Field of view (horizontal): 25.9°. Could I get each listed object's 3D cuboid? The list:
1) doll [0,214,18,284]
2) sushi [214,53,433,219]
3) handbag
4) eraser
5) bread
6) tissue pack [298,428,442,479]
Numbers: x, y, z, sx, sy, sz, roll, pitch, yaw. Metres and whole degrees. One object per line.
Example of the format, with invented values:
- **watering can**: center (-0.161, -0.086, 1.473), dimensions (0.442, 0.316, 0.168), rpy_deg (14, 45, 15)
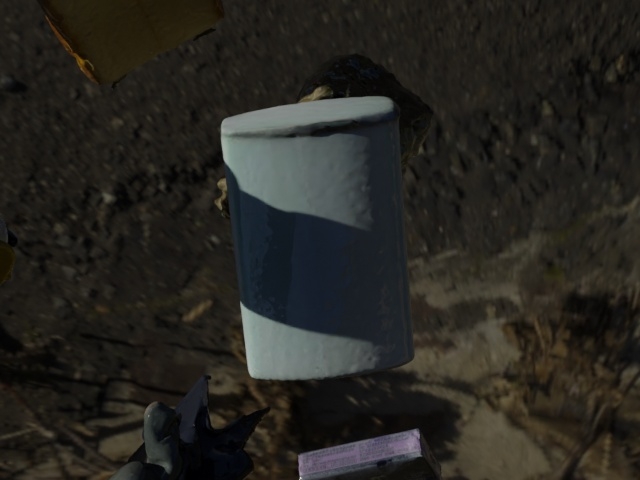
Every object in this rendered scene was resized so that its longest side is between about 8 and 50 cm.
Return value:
- **doll**: center (-0.382, -0.072, 1.314), dimensions (0.141, 0.177, 0.314), rpy_deg (-54, 49, 16)
- **sushi**: center (0.008, -0.102, 1.734), dimensions (0.171, 0.350, 0.211), rpy_deg (34, 131, 6)
- **handbag**: center (-0.161, 0.273, 1.138), dimensions (0.118, 0.269, 0.325), rpy_deg (30, 40, -6)
- **eraser**: center (0.000, 0.000, 1.489), dimensions (0.189, 0.104, 0.290), rpy_deg (-7, 111, -6)
- **bread**: center (-0.282, -0.380, 1.689), dimensions (0.207, 0.279, 0.279), rpy_deg (-31, 68, -2)
- **tissue pack**: center (0.063, 0.281, 1.688), dimensions (0.156, 0.112, 0.051), rpy_deg (-14, 53, 12)
